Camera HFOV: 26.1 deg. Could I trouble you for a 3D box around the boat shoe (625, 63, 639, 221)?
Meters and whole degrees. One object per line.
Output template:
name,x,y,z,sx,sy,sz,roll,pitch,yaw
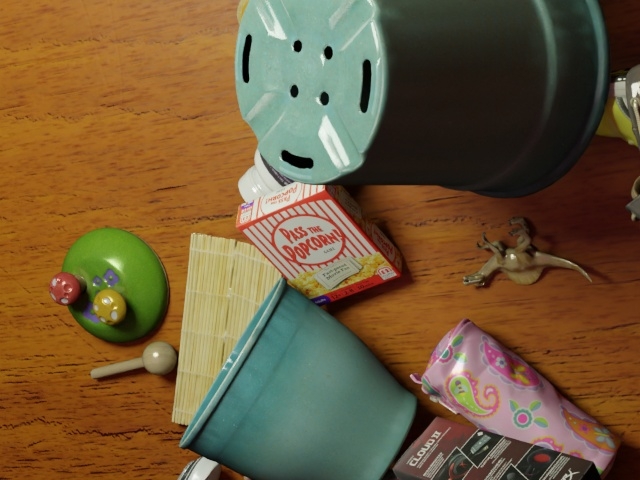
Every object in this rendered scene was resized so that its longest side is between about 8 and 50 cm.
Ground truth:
boat shoe,0.428,-0.060,1.589,0.130,0.132,0.355,5,121,35

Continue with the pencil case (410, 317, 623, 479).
pencil case,0.262,0.228,1.841,0.284,0.124,0.124,38,115,10

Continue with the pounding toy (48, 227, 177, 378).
pounding toy,-0.328,0.105,2.080,0.183,0.110,0.236,-10,99,26

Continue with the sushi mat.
sushi mat,-0.138,0.147,2.057,0.151,0.019,0.316,15,109,19

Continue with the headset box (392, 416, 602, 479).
headset box,0.244,0.363,1.807,0.293,0.110,0.218,9,136,47

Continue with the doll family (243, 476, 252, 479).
doll family,-0.067,0.480,2.056,0.163,0.118,0.263,-27,92,27

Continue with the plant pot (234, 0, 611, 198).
plant pot,0.102,-0.203,1.624,0.341,0.334,0.341,11,105,47

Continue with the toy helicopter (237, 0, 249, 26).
toy helicopter,0.002,-0.395,1.816,0.235,0.140,0.355,34,126,3

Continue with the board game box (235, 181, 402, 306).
board game box,0.000,0.000,1.887,0.147,0.045,0.193,-23,129,27

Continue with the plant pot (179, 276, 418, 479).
plant pot,-0.017,0.232,1.901,0.255,0.271,0.271,32,115,-3

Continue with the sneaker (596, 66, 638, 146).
sneaker,0.459,-0.136,1.650,0.385,0.145,0.147,3,105,25

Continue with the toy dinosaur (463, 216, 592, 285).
toy dinosaur,0.272,0.019,1.834,0.183,0.053,0.092,-7,116,33

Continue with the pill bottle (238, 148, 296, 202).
pill bottle,-0.022,-0.117,1.887,0.193,0.108,0.108,-43,84,26

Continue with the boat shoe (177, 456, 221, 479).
boat shoe,-0.255,0.429,2.141,0.102,0.108,0.301,37,122,9

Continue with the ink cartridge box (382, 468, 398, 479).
ink cartridge box,0.103,0.360,1.967,0.122,0.088,0.052,-28,89,27
